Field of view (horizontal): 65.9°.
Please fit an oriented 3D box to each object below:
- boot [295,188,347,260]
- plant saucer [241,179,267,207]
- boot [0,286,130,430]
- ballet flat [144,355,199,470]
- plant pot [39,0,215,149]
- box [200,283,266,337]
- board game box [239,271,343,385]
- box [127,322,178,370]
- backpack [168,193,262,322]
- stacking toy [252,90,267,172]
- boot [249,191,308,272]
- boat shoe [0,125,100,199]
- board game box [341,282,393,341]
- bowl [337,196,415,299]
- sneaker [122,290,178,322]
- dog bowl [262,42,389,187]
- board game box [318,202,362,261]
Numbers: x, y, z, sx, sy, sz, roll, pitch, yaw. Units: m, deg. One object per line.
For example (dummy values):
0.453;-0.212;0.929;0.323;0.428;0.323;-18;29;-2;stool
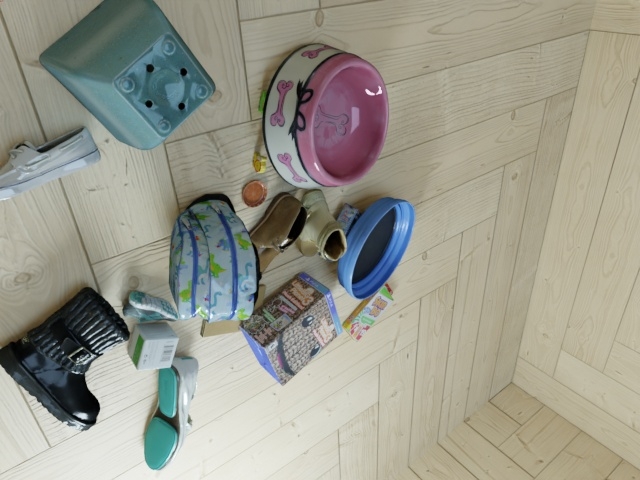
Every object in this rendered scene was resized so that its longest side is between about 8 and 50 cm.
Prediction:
0.000;0.000;1.522;0.095;0.204;0.262;-10;136;-23;boot
-0.193;-0.136;1.440;0.083;0.013;0.084;-20;124;-31;plant saucer
-0.594;0.310;1.261;0.260;0.131;0.348;-37;132;-19;boot
-0.447;0.534;1.535;0.139;0.139;0.401;-1;113;-41;ballet flat
-0.361;-0.333;1.011;0.248;0.252;0.247;-47;136;-10;plant pot
-0.274;0.221;1.568;0.201;0.021;0.165;-2;114;-40;box
-0.091;0.296;1.665;0.291;0.141;0.232;-39;136;-22;board game box
-0.472;0.296;1.391;0.101;0.087;0.101;6;109;-42;box
-0.270;0.064;1.243;0.273;0.355;0.291;-3;116;-39;backpack
-0.100;-0.302;1.400;0.166;0.052;0.221;-8;118;-38;stacking toy
-0.146;0.006;1.492;0.112;0.115;0.306;25;97;-48;boot
-0.595;-0.162;1.020;0.267;0.096;0.088;-28;125;-28;boat shoe
0.202;0.284;2.012;0.259;0.039;0.124;-49;136;-12;board game box
0.200;0.024;1.766;0.391;0.077;0.392;-38;145;-33;bowl
-0.472;0.196;1.366;0.076;0.065;0.166;-45;134;12;sneaker
0.037;-0.332;1.381;0.407;0.150;0.409;-22;121;-43;dog bowl
0.084;0.001;1.710;0.194;0.060;0.194;-54;149;-9;board game box
